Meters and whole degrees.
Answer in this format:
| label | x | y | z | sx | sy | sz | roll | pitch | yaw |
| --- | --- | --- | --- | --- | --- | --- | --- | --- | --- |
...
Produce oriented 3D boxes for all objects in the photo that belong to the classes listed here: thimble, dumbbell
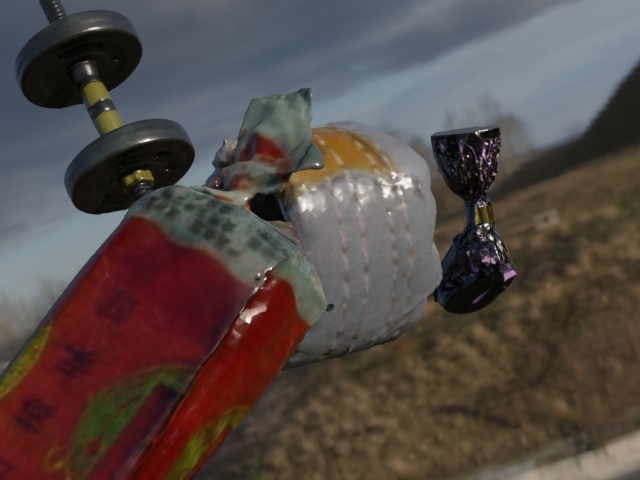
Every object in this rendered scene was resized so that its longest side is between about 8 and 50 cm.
| label | x | y | z | sx | sy | sz | roll | pitch | yaw |
| --- | --- | --- | --- | --- | --- | --- | --- | --- | --- |
| thimble | -0.001 | 0.002 | 1.022 | 0.118 | 0.151 | 0.127 | -13 | 27 | -33 |
| dumbbell | -0.233 | -0.137 | 1.692 | 0.143 | 0.325 | 0.143 | -24 | -21 | -10 |

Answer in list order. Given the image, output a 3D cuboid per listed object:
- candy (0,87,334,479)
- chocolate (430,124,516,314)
| label | x | y | z | sx | sy | sz | roll | pitch | yaw |
| --- | --- | --- | --- | --- | --- | --- | --- | --- | --- |
| candy | -0.075 | 0.061 | 0.584 | 0.292 | 0.086 | 0.059 | -55 | -23 | -17 |
| chocolate | 0.119 | -0.017 | 1.225 | 0.070 | 0.147 | 0.072 | -17 | 19 | -37 |
